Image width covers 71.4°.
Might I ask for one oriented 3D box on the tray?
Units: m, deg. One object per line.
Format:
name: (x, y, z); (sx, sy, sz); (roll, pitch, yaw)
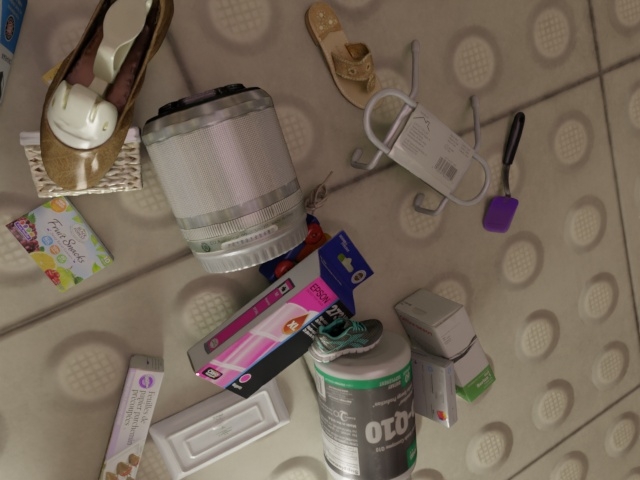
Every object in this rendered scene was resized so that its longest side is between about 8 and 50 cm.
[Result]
tray: (-0.202, 0.393, 0.938); (0.271, 0.030, 0.145); (-22, 106, -16)

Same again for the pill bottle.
pill bottle: (0.102, 0.391, 0.960); (0.205, 0.204, 0.360); (-11, 104, -19)

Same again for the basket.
basket: (-0.377, -0.131, 0.730); (0.168, 0.113, 0.103); (-8, 105, -19)

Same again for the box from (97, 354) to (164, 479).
box: (-0.371, 0.384, 0.852); (0.063, 0.067, 0.323); (15, 95, -23)

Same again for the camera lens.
camera lens: (-0.155, -0.109, 0.761); (0.220, 0.219, 0.274); (-22, 107, -16)

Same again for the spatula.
spatula: (0.458, -0.163, 1.090); (0.084, 0.030, 0.295); (4, 98, -19)

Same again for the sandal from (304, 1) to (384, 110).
sandal: (0.061, -0.358, 0.875); (0.088, 0.079, 0.240); (-43, 112, -9)

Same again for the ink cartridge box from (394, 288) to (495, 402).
ink cartridge box: (0.283, 0.234, 1.025); (0.093, 0.160, 0.219); (-33, 110, -16)

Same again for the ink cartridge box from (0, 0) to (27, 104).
ink cartridge box: (-0.539, -0.192, 0.562); (0.167, 0.285, 0.394); (16, 94, -23)

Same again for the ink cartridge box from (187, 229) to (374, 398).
ink cartridge box: (-0.056, 0.152, 0.865); (0.371, 0.069, 0.175); (-40, 138, -1)

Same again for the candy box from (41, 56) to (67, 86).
candy box: (-0.343, -0.291, 0.716); (0.187, 0.109, 0.053); (-45, 111, -8)

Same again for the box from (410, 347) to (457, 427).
box: (0.211, 0.315, 0.999); (0.038, 0.186, 0.145); (-18, 106, -39)

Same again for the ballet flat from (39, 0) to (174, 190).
ballet flat: (-0.297, -0.229, 0.614); (0.116, 0.124, 0.342); (27, 88, -22)

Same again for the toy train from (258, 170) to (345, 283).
toy train: (0.000, 0.000, 0.911); (0.143, 0.105, 0.248); (39, 84, -33)

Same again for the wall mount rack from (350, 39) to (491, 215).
wall mount rack: (0.228, -0.233, 0.937); (0.350, 0.130, 0.303); (29, 91, -28)

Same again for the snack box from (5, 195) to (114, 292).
snack box: (-0.444, 0.004, 0.769); (0.100, 0.037, 0.141); (-35, 110, -13)

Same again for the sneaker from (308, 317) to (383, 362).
sneaker: (0.057, 0.183, 0.879); (0.167, 0.065, 0.076); (-15, 130, -28)
